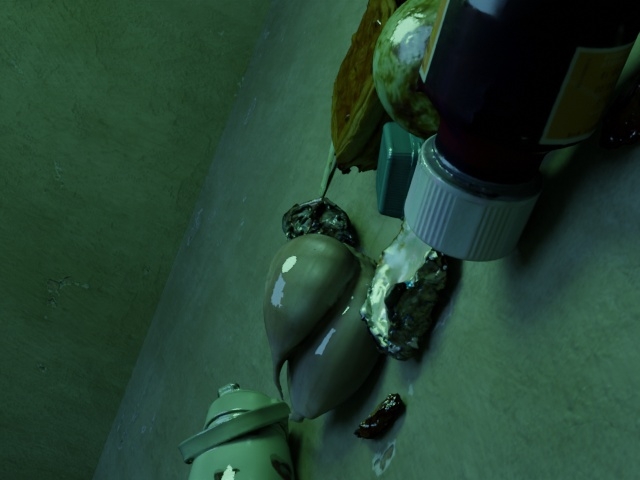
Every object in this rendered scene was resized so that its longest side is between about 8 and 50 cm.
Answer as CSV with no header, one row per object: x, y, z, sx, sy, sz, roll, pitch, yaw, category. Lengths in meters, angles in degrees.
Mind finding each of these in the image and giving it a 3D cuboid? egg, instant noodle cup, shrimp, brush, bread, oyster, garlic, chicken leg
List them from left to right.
-0.023,0.155,1.606,0.340,0.231,0.246,-65,21,-3,garlic
0.000,0.000,1.889,0.372,0.137,0.172,-119,15,-76,shrimp
0.029,-0.186,2.135,0.033,0.030,0.179,-134,55,-62,brush
0.087,0.286,1.460,0.145,0.037,0.062,-54,2,37,chicken leg
0.133,-0.296,1.731,0.324,0.167,0.277,115,163,-44,bread
0.139,-0.124,1.606,0.157,0.070,0.179,-92,6,-52,instant noodle cup
0.142,0.065,1.464,0.198,0.092,0.260,-40,26,56,oyster
0.216,-0.271,1.371,0.289,0.238,0.238,-19,50,39,egg
0.394,-0.191,1.077,0.205,0.053,0.093,-51,11,35,chicken leg

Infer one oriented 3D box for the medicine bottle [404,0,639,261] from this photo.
0.225,-0.169,1.168,0.242,0.242,0.395,-94,20,-51,medicine bottle

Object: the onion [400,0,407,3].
0.192,-0.493,1.513,0.398,0.398,0.420,-159,73,-72,onion

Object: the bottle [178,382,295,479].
-0.148,0.417,1.703,0.229,0.229,0.352,-55,21,37,bottle
